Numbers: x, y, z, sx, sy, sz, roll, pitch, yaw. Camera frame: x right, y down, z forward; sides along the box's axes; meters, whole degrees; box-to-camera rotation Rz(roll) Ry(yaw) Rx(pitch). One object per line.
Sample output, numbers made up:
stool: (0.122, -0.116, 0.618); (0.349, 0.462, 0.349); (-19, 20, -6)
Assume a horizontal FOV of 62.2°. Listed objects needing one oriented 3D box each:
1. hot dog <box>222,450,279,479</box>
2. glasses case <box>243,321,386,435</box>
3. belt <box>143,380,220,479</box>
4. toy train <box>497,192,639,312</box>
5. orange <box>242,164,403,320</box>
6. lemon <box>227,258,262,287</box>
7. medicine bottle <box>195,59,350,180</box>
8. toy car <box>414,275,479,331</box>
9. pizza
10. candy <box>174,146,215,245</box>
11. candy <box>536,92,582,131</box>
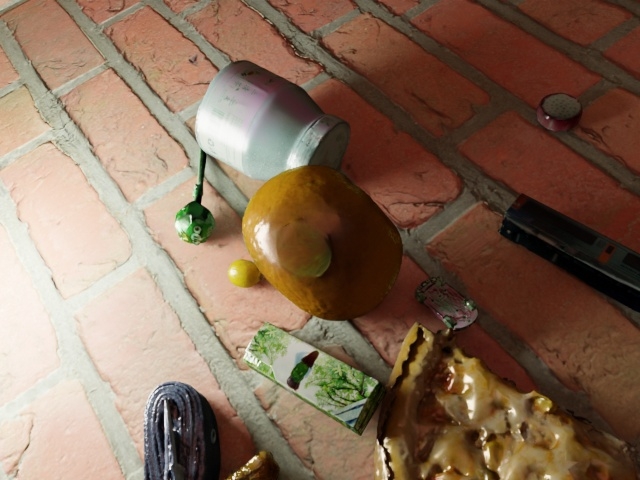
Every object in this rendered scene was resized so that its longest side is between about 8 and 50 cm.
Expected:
hot dog: (-0.185, 0.475, 0.901); (0.289, 0.083, 0.068); (-41, 56, -12)
glasses case: (-0.019, 0.248, 0.987); (0.272, 0.062, 0.095); (20, 63, 34)
belt: (-0.253, 0.361, 0.951); (0.122, 0.128, 0.217); (-13, 60, 1)
toy train: (0.553, 0.042, 1.038); (0.410, 0.086, 0.089); (33, 68, 25)
orange: (0.000, 0.000, 1.048); (0.263, 0.196, 0.334); (-42, 77, -2)
lemon: (-0.163, 0.072, 1.148); (0.084, 0.062, 0.062); (9, 62, 15)
medicine bottle: (-0.101, -0.246, 1.227); (0.290, 0.245, 0.245); (30, 68, 14)
toy car: (0.250, 0.128, 1.054); (0.069, 0.055, 0.142); (-35, 47, -13)
pizza: (0.229, 0.368, 0.861); (0.435, 0.080, 0.392); (28, 67, 39)
candy: (-0.295, -0.124, 1.289); (0.097, 0.097, 0.323); (-8, 50, 4)
candy: (0.570, -0.308, 1.268); (0.103, 0.043, 0.103); (-4, 59, 7)
